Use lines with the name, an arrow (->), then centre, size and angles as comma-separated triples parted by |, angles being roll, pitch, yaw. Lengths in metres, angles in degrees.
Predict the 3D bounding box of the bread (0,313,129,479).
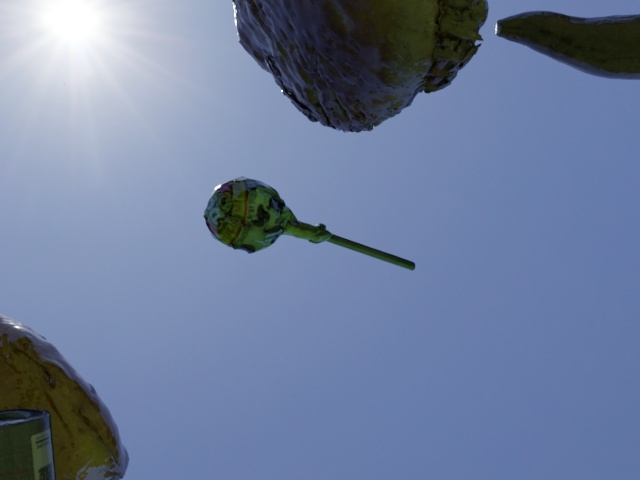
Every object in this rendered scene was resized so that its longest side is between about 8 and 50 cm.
bread -> -0.339, 0.194, 0.821 | 0.145, 0.268, 0.268 | -44, -66, -36

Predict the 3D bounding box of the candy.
candy -> 0.000, 0.000, 0.911 | 0.305, 0.091, 0.083 | 19, -45, -28

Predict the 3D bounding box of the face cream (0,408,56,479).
face cream -> -0.274, 0.300, 0.677 | 0.073, 0.073, 0.284 | -5, -91, -18

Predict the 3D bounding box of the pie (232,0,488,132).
pie -> 0.006, -0.136, 0.431 | 0.163, 0.193, 0.079 | 41, -108, -3

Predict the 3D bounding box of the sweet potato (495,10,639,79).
sweet potato -> 0.321, -0.221, 0.832 | 0.243, 0.077, 0.077 | 9, -79, 20
